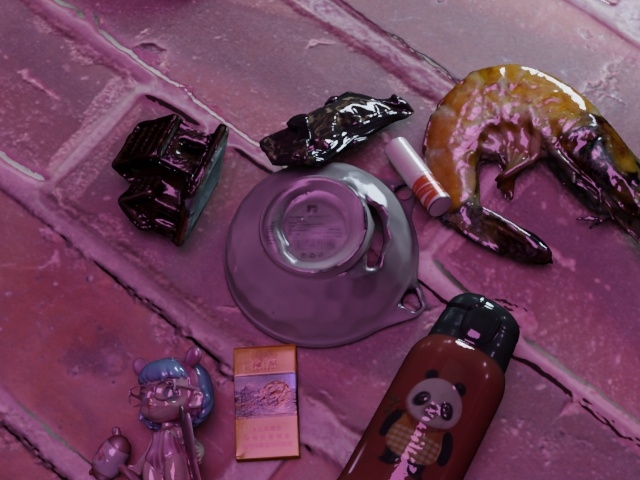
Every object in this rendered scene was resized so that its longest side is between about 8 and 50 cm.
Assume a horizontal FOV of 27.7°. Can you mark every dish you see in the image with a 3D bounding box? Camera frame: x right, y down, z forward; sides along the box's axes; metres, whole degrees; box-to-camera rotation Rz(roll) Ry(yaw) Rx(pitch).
[{"bbox_3d":[0.000,0.000,1.762,0.303,0.120,0.303,-2,67,5],"label":"dish"}]

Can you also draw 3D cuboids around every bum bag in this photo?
[{"bbox_3d":[0.019,-0.159,1.827,0.102,0.069,0.248,8,27,45],"label":"bum bag"}]

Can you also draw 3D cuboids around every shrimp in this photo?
[{"bbox_3d":[0.324,-0.065,1.787,0.272,0.085,0.445,-44,68,-8],"label":"shrimp"}]

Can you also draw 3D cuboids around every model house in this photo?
[{"bbox_3d":[-0.224,-0.095,1.825,0.152,0.106,0.165,22,66,11],"label":"model house"}]

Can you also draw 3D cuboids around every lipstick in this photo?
[{"bbox_3d":[0.136,-0.090,1.816,0.038,0.038,0.131,-28,54,-7],"label":"lipstick"}]

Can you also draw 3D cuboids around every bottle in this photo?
[{"bbox_3d":[0.141,0.223,1.647,0.144,0.144,0.336,24,69,14],"label":"bottle"}]

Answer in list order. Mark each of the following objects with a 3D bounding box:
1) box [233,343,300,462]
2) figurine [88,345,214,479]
[{"bbox_3d":[-0.072,0.216,1.728,0.087,0.023,0.155,-5,66,5],"label":"box"},{"bbox_3d":[-0.207,0.276,1.684,0.205,0.103,0.260,-20,63,36],"label":"figurine"}]
